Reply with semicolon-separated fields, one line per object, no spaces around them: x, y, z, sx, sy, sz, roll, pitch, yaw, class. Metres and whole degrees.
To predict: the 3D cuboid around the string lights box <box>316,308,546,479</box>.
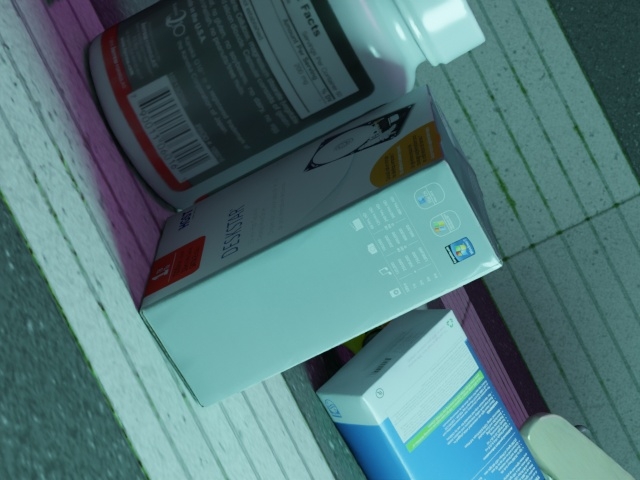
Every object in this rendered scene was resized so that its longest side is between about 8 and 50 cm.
0.120;0.207;1.365;0.076;0.133;0.260;-4;-60;54;string lights box

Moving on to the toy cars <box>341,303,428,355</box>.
0.064;0.108;1.518;0.394;0.087;0.176;57;24;-51;toy cars

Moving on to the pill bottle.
-0.025;-0.154;1.155;0.161;0.283;0.161;60;11;-19;pill bottle

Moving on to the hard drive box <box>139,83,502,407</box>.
0.000;0.000;1.045;0.089;0.232;0.181;59;10;-19;hard drive box

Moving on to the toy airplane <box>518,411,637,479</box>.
0.419;0.409;1.992;0.384;0.272;0.386;-4;79;-45;toy airplane
